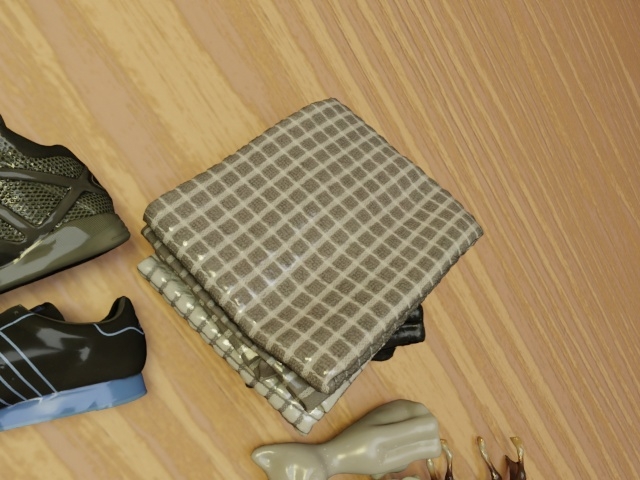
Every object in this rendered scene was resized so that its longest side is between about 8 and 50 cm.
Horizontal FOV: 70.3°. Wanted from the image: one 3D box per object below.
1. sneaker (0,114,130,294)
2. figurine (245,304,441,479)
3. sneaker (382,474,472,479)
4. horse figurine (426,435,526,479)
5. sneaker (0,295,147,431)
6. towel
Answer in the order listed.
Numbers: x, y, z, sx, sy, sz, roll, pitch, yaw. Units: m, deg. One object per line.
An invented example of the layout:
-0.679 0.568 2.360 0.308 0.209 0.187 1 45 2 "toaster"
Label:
-0.271 -0.014 0.327 0.228 0.087 0.130 -29 97 -38 "sneaker"
0.017 0.175 0.504 0.210 0.092 0.214 -5 85 -27 "figurine"
0.063 0.315 0.483 0.292 0.110 0.118 11 66 -24 "sneaker"
0.210 0.360 0.612 0.264 0.066 0.174 10 70 -31 "horse figurine"
-0.247 0.095 0.331 0.232 0.081 0.090 -2 80 -42 "sneaker"
0.000 0.000 0.448 0.235 0.121 0.284 44 57 10 "towel"
